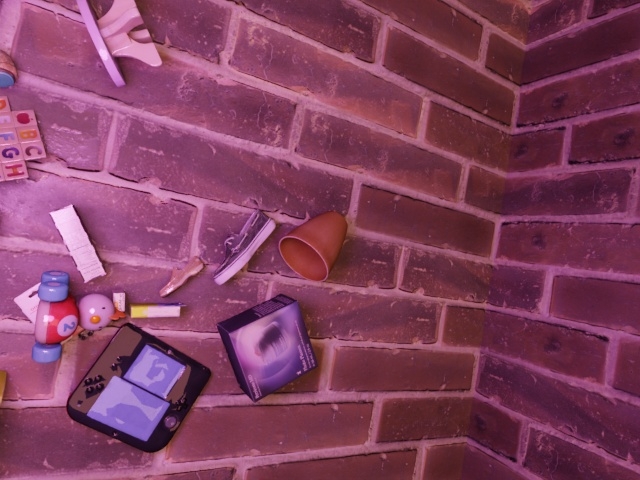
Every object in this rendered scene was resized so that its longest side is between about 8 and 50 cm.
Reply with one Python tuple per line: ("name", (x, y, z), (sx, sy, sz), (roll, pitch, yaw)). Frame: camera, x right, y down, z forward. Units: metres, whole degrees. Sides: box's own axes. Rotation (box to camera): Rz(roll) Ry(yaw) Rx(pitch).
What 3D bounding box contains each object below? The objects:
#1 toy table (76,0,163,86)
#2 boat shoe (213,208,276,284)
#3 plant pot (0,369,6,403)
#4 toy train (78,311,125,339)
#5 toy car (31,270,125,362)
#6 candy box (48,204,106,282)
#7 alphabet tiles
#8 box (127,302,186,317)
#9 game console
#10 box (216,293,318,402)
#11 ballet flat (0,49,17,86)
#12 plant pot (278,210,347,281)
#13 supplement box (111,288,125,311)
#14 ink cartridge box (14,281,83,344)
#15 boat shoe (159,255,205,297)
("toy table", (-0.627, -0.649, 1.352), (0.160, 0.252, 0.275), (-24, 113, -9))
("boat shoe", (-0.312, 0.018, 1.633), (0.119, 0.121, 0.335), (44, 61, -16))
("plant pot", (-1.021, 0.490, 1.171), (0.207, 0.227, 0.229), (18, 84, -34))
("toy train", (-0.740, 0.280, 1.445), (0.158, 0.027, 0.036), (-33, 97, -23))
("toy car", (-0.707, 0.222, 1.276), (0.237, 0.210, 0.220), (6, 99, -30))
("candy box", (-0.759, 0.006, 1.342), (0.071, 0.159, 0.234), (-25, 105, -25))
("alphabet tiles", (-0.992, -0.282, 1.210), (0.342, 0.011, 0.285), (-16, 75, -28))
("box", (-0.570, 0.241, 1.489), (0.178, 0.109, 0.043), (4, 87, -29))
("game console", (-0.628, 0.525, 1.502), (0.386, 0.060, 0.342), (41, 74, -25))
("box", (-0.204, 0.411, 1.666), (0.293, 0.182, 0.297), (-23, 103, -25))
("ballet flat", (-1.053, -0.488, 1.186), (0.348, 0.123, 0.123), (-12, 98, -28))
("plant pot", (0.000, 0.000, 1.749), (0.254, 0.237, 0.237), (-48, 114, -34))
("supplement box", (-0.679, 0.200, 1.431), (0.036, 0.098, 0.062), (1, 93, -29))
("ink cartridge box", (-0.850, 0.225, 1.355), (0.115, 0.067, 0.198), (-38, 111, -23))
("boat shoe", (-0.513, 0.127, 1.548), (0.190, 0.068, 0.072), (-42, 99, -31))
